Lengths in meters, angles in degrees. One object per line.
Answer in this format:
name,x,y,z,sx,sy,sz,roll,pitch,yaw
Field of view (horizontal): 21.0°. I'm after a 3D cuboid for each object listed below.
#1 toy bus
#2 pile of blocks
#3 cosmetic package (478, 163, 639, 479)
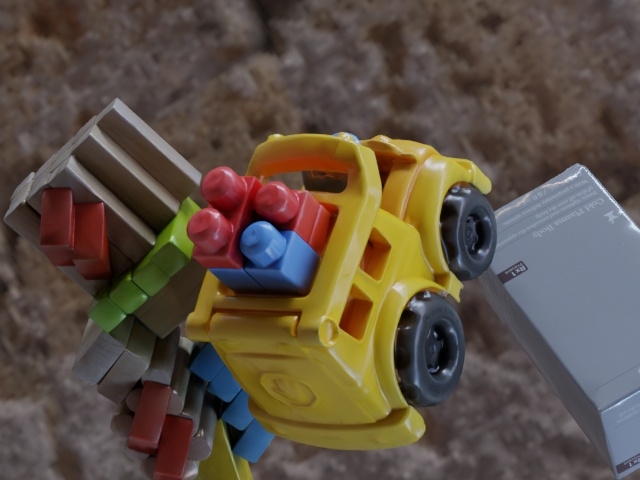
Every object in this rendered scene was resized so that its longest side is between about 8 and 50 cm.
toy bus,0.000,0.000,1.152,0.211,0.149,0.220,47,53,-43
pile of blocks,-0.101,0.086,1.214,0.112,0.149,0.362,-86,156,-64
cosmetic package,0.227,0.062,1.400,0.238,0.127,0.107,54,-9,47
